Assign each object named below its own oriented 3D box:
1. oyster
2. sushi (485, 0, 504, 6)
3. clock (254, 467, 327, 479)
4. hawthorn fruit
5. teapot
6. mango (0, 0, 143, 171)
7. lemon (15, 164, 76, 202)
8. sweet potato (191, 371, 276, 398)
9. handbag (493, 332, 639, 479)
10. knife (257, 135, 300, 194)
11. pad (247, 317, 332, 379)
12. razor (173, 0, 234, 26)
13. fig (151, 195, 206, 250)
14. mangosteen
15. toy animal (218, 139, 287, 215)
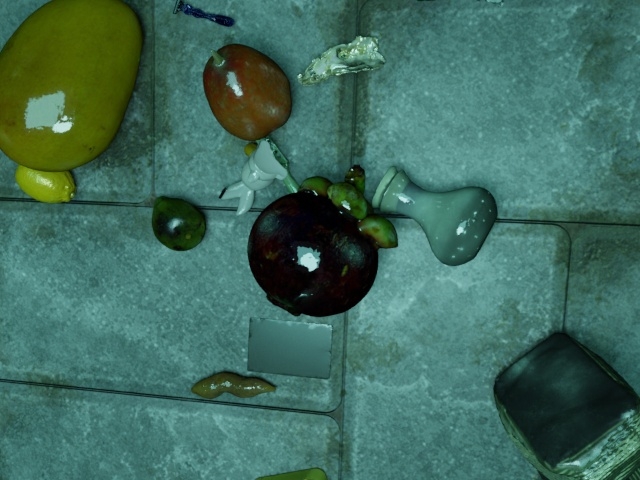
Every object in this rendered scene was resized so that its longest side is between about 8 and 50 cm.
[{"bbox_3d":[0.049,-0.408,1.238,0.200,0.061,0.106,1,78,7],"label":"oyster"},{"bbox_3d":[0.357,-0.620,1.166,0.139,0.031,0.200,15,98,7],"label":"sushi"},{"bbox_3d":[-0.076,0.658,1.340,0.202,0.096,0.143,-15,90,10],"label":"clock"},{"bbox_3d":[-0.173,-0.333,1.171,0.200,0.251,0.199,-6,74,21],"label":"hawthorn fruit"},{"bbox_3d":[0.246,-0.063,1.182,0.251,0.183,0.183,28,100,18],"label":"teapot"},{"bbox_3d":[-0.577,-0.369,1.245,0.300,0.232,0.445,28,86,6],"label":"mango"},{"bbox_3d":[-0.681,-0.151,1.347,0.155,0.114,0.114,36,100,-7],"label":"lemon"},{"bbox_3d":[-0.219,0.361,1.353,0.219,0.051,0.065,-4,92,9],"label":"sweet potato"},{"bbox_3d":[0.527,0.383,1.106,0.247,0.340,0.240,-39,107,6],"label":"handbag"},{"bbox_3d":[-0.089,-0.173,1.293,0.043,0.020,0.293,-35,89,13],"label":"knife"},{"bbox_3d":[-0.077,0.268,1.344,0.212,0.003,0.142,5,97,9],"label":"pad"},{"bbox_3d":[-0.271,-0.534,1.280,0.155,0.028,0.044,20,99,8],"label":"razor"},{"bbox_3d":[-0.354,-0.051,1.317,0.123,0.123,0.156,-53,48,10],"label":"fig"},{"bbox_3d":[-0.007,0.016,1.164,0.311,0.311,0.311,1,96,9],"label":"mangosteen"},{"bbox_3d":[-0.166,-0.155,1.267,0.127,0.182,0.131,-39,92,-30],"label":"toy animal"}]
